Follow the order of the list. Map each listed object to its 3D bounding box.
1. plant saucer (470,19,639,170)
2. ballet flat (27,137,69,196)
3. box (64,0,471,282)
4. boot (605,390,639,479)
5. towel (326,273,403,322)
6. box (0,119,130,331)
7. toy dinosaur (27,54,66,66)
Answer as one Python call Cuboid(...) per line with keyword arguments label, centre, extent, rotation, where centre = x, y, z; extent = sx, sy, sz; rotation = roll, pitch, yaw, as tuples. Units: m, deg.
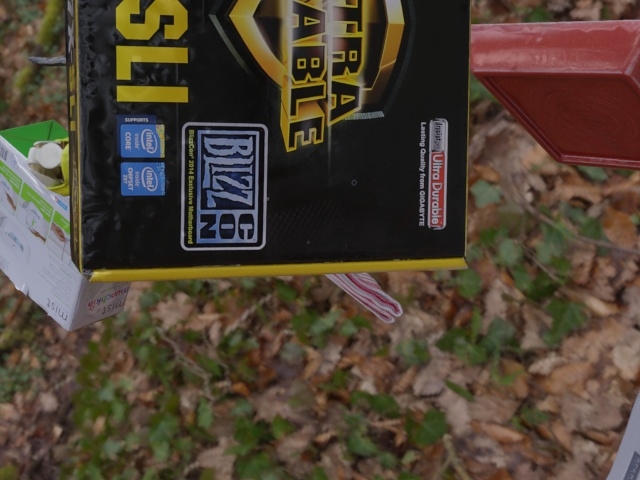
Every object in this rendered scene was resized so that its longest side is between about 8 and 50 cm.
Cuboid(label="plant saucer", centre=(0.303, -0.146, 1.201), extent=(0.259, 0.258, 0.048), rotation=(10, 70, 47))
Cuboid(label="ballet flat", centre=(-0.304, -0.093, 1.294), extent=(0.231, 0.077, 0.077), rotation=(5, 87, 63))
Cuboid(label="box", centre=(-0.031, -0.140, 0.700), extent=(0.079, 0.257, 0.322), rotation=(-162, 72, -72))
Cuboid(label="boot", centre=(0.313, 0.238, 0.960), extent=(0.095, 0.123, 0.258), rotation=(-114, 40, -63))
Cuboid(label="towel", centre=(0.000, 0.000, 1.024), extent=(0.029, 0.144, 0.197), rotation=(-49, 19, 4))
Cuboid(label="box", centre=(-0.423, -0.025, 1.773), extent=(0.262, 0.126, 0.231), rotation=(37, 125, 25))
Cuboid(label="toy dinosaur", centre=(-0.169, -0.117, 1.012), extent=(0.268, 0.118, 0.064), rotation=(47, 128, 42))
